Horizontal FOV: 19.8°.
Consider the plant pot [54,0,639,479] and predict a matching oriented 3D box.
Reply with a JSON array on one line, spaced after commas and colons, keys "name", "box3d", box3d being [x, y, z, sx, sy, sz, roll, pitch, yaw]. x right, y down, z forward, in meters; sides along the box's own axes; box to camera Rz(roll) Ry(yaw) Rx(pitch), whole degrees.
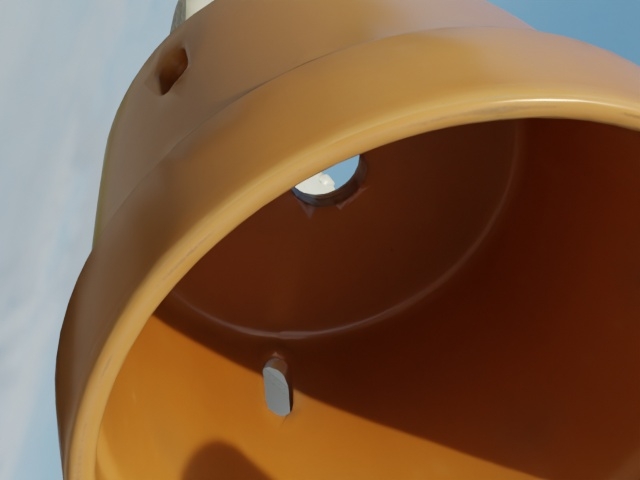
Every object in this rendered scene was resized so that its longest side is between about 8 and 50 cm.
[{"name": "plant pot", "box3d": [0.027, 0.018, 0.751, 0.291, 0.291, 0.203, -62, -151, 25]}]

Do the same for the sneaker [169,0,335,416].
[{"name": "sneaker", "box3d": [0.000, 0.000, 1.018, 0.108, 0.169, 0.292, 122, -36, -69]}]
